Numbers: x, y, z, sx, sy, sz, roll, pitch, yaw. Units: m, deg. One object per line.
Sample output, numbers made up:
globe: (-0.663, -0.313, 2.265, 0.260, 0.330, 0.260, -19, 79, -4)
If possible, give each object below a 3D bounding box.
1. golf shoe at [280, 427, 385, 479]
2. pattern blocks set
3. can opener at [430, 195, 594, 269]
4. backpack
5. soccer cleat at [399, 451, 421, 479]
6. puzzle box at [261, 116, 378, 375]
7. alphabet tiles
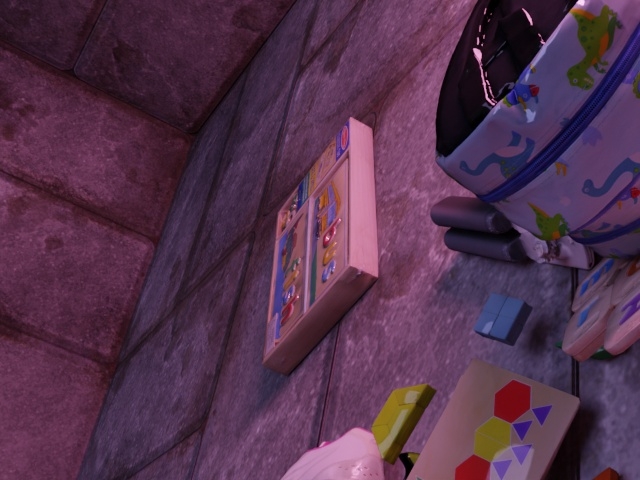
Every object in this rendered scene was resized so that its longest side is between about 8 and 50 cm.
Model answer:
golf shoe: (-0.019, 0.333, 1.076, 0.306, 0.115, 0.140, -38, 21, 40)
pattern blocks set: (0.148, 0.206, 0.799, 0.324, 0.026, 0.285, -55, 34, -3)
can opener: (0.218, -0.017, 0.964, 0.093, 0.074, 0.280, -33, 13, -18)
backpack: (0.226, -0.150, 0.745, 0.290, 0.273, 0.355, -45, -4, 32)
soccer cleat: (0.079, 0.301, 0.883, 0.060, 0.072, 0.178, -15, 52, 65)
puzzle box: (0.000, 0.000, 1.506, 0.272, 0.052, 0.408, -50, 23, 33)
alphabet tiles: (0.293, -0.024, 0.671, 0.284, 0.021, 0.278, -52, -3, 31)
